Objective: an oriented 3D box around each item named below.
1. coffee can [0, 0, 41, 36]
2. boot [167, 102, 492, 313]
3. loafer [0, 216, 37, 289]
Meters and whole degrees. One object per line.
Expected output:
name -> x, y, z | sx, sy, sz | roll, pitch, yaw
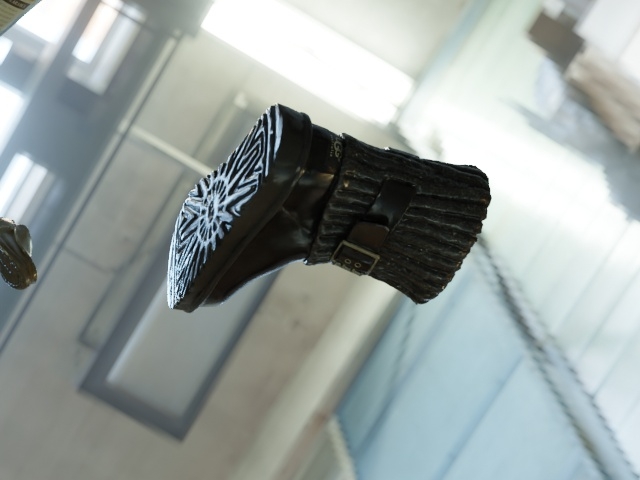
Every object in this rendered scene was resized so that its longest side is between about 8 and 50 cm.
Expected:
coffee can -> -0.375, -0.354, 2.031 | 0.201, 0.275, 0.201 | 48, -166, -16
boot -> 0.000, 0.003, 1.944 | 0.260, 0.348, 0.131 | 17, -124, -23
loafer -> -0.356, 0.007, 2.066 | 0.050, 0.056, 0.148 | -19, -144, -22
